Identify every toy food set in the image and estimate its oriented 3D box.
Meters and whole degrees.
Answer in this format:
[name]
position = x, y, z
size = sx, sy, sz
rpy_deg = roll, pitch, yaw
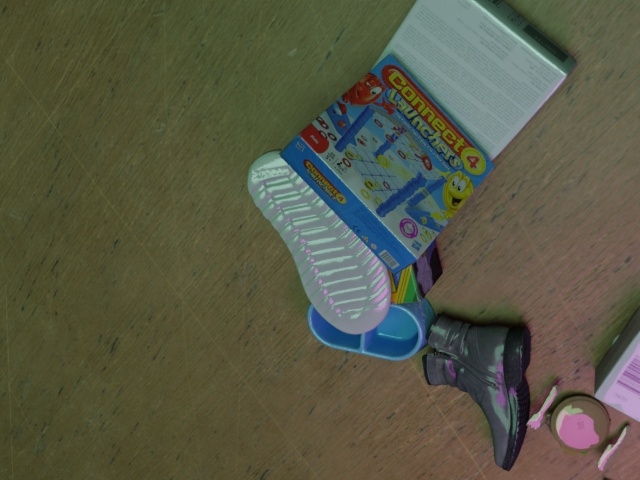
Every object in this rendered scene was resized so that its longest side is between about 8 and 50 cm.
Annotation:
[toy food set]
position = 0.554, 0.396, 1.681
size = 0.192, 0.038, 0.132
rpy_deg = 31, 97, 3

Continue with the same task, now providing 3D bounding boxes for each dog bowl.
[dog bowl]
position = 0.107, 0.181, 1.759
size = 0.297, 0.074, 0.165
rpy_deg = 10, 111, 17

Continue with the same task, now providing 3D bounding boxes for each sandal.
[sandal]
position = 0.014, -0.006, 1.517
size = 0.169, 0.102, 0.416
rpy_deg = -24, 110, 16

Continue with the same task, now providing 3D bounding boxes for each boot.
[boot]
position = 0.340, 0.326, 1.717
size = 0.223, 0.118, 0.338
rpy_deg = 5, 103, 26

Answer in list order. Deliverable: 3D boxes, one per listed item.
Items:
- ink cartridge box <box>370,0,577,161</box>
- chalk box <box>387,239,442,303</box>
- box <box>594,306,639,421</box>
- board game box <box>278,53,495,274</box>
[ink cartridge box]
position = 0.261, -0.299, 1.551
size = 0.308, 0.091, 0.385
rpy_deg = 40, 134, 3
[chalk box]
position = 0.121, -0.027, 1.619
size = 0.179, 0.180, 0.288
rpy_deg = -9, 103, 27
[box]
position = 0.669, 0.263, 1.550
size = 0.182, 0.119, 0.181
rpy_deg = 29, 115, 9
[board game box]
position = 0.133, -0.149, 1.461
size = 0.308, 0.302, 0.086
rpy_deg = 46, 146, -4
